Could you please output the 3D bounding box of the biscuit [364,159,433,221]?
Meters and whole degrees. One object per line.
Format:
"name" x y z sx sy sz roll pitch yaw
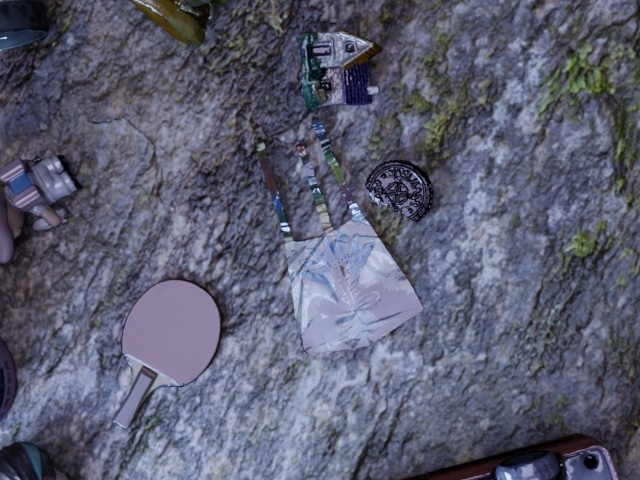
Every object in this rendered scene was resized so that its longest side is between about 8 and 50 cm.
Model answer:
"biscuit" 0.105 -0.064 1.677 0.087 0.027 0.089 -18 88 6

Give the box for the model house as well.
"model house" 0.029 -0.223 1.655 0.100 0.088 0.101 -2 94 8

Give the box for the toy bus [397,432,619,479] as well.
"toy bus" 0.164 0.378 1.575 0.426 0.233 0.203 -16 88 4

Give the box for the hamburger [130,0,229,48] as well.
"hamburger" -0.193 -0.335 1.646 0.185 0.177 0.113 31 87 33

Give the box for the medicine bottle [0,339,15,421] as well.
"medicine bottle" -0.520 0.195 1.622 0.178 0.290 0.178 0 91 6

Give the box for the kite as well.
"kite" 0.000 0.000 1.696 0.169 0.015 0.310 -26 88 7

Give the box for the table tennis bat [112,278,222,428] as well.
"table tennis bat" -0.217 0.155 1.721 0.130 0.019 0.220 30 92 5

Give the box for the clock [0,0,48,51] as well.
"clock" -0.461 -0.269 1.652 0.214 0.215 0.042 -11 95 7

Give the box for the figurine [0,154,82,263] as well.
"figurine" -0.434 -0.038 1.706 0.229 0.112 0.137 -30 82 -4

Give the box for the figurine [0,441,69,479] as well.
"figurine" -0.368 0.381 1.701 0.138 0.110 0.245 -39 91 29
